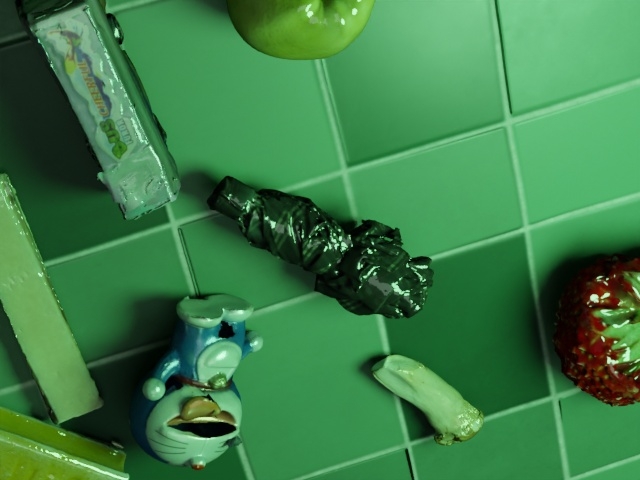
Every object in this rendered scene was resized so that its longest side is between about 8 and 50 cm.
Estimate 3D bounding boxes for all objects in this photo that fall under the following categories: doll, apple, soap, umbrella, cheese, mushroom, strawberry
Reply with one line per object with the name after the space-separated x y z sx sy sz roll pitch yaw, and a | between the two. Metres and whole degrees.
-0.170 0.201 1.968 0.215 0.161 0.256 -4 118 -42 | doll
-0.023 -0.314 1.718 0.200 0.200 0.200 -6 119 -12 | apple
-0.436 0.341 2.008 0.274 0.089 0.173 24 110 -24 | soap
-0.002 0.002 1.934 0.337 0.154 0.128 25 70 -7 | umbrella
-0.400 0.088 1.916 0.085 0.034 0.400 -22 121 -8 | cheese
0.160 0.239 2.125 0.084 0.071 0.209 -26 123 38 | mushroom
0.468 0.136 2.083 0.261 0.258 0.261 1 88 -16 | strawberry

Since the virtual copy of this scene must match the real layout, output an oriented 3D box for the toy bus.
-0.271 -0.174 1.749 0.113 0.138 0.316 -24 119 0 | toy bus
